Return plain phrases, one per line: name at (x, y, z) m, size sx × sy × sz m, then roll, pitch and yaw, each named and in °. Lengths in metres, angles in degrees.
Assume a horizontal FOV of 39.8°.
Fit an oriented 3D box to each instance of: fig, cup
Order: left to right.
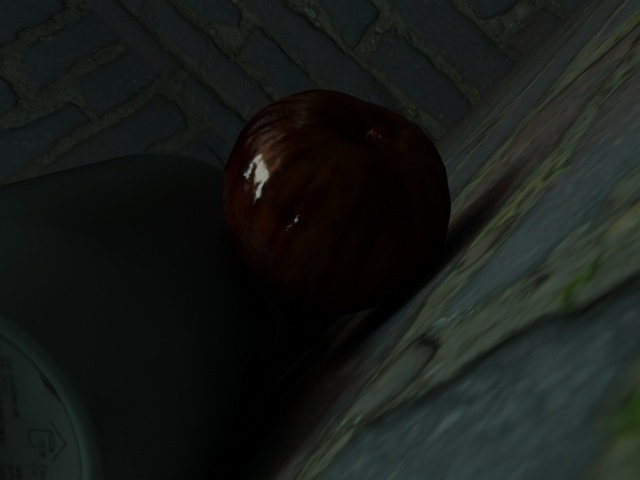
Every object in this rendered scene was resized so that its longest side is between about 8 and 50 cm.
cup at (-0.131, 0.064, 0.488) m, size 0.205 × 0.205 × 0.312 m, roll -45°, pitch 2°, yaw 11°
fig at (0.005, -0.016, 0.484) m, size 0.128 × 0.128 × 0.150 m, roll -46°, pitch -5°, yaw -20°

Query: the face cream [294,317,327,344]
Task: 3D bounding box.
face cream at (-0.099, 0.080, 0.770) m, size 0.420 × 0.137 × 0.235 m, roll -48°, pitch 23°, yaw 31°
